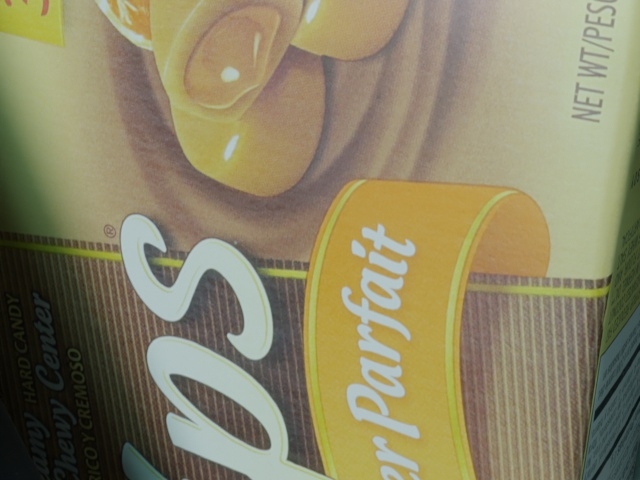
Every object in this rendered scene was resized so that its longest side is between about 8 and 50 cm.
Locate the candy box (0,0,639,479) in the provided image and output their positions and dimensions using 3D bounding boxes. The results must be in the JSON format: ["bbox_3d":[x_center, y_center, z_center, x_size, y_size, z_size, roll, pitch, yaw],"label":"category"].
[{"bbox_3d":[0.000,0.000,0.475,0.183,0.087,0.316,15,119,20],"label":"candy box"}]

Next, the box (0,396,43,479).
[{"bbox_3d":[-0.173,0.133,0.539,0.318,0.097,0.395,-7,113,51],"label":"box"}]
